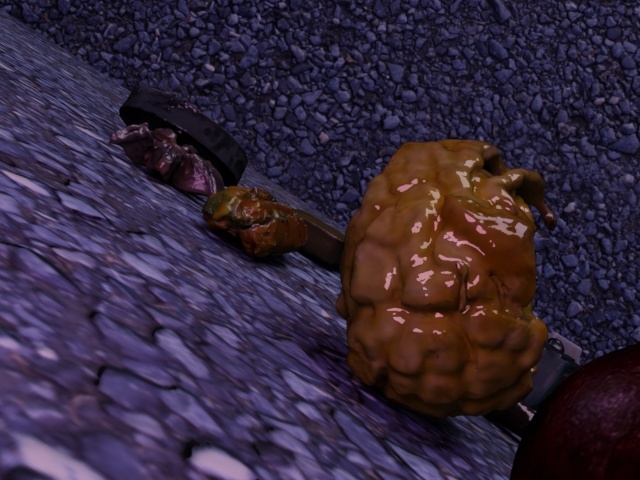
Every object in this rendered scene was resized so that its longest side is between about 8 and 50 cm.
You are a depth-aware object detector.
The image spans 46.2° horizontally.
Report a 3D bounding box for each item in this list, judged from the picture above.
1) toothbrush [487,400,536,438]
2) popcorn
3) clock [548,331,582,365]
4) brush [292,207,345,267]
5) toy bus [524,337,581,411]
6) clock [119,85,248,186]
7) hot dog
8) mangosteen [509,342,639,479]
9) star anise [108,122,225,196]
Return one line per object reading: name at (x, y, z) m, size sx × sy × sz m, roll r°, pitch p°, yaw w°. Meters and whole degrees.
toothbrush at (0.189, 0.172, 0.833) m, size 0.041 × 0.040 × 0.364 m, roll 28°, pitch 6°, yaw -45°
popcorn at (0.106, 0.038, 0.640) m, size 0.190 × 0.250 × 0.250 m, roll 16°, pitch 3°, yaw 6°
clock at (0.343, 0.176, 1.408) m, size 0.262 × 0.116 × 0.231 m, roll 32°, pitch 4°, yaw -16°
brush at (0.000, 0.000, 1.301) m, size 0.123 × 0.059 × 0.197 m, roll 30°, pitch 3°, yaw 16°
toy bus at (0.258, 0.152, 1.102) m, size 0.091 × 0.109 × 0.262 m, roll 26°, pitch 6°, yaw -43°
clock at (-0.222, -0.167, 1.230) m, size 0.226 × 0.049 × 0.226 m, roll 29°, pitch -13°, yaw 7°
hot dog at (-0.075, -0.021, 0.960) m, size 0.115 × 0.072 × 0.269 m, roll 40°, pitch 4°, yaw 2°
mangosteen at (0.193, 0.110, 0.330) m, size 0.194 × 0.230 × 0.194 m, roll 32°, pitch -19°, yaw 12°
star anise at (-0.204, -0.112, 1.083) m, size 0.172 × 0.063 × 0.208 m, roll 34°, pitch 4°, yaw -4°
